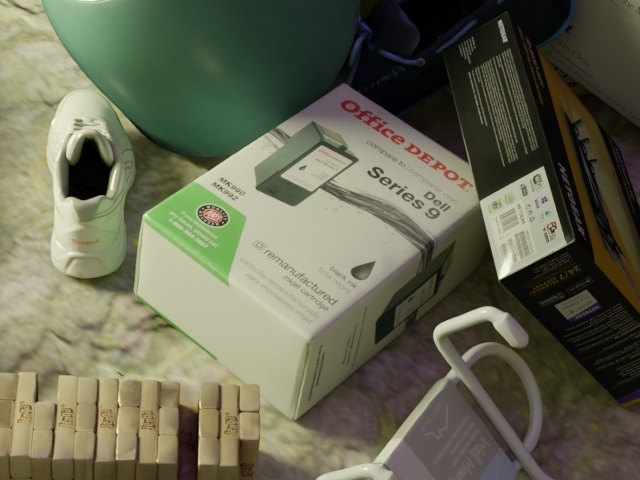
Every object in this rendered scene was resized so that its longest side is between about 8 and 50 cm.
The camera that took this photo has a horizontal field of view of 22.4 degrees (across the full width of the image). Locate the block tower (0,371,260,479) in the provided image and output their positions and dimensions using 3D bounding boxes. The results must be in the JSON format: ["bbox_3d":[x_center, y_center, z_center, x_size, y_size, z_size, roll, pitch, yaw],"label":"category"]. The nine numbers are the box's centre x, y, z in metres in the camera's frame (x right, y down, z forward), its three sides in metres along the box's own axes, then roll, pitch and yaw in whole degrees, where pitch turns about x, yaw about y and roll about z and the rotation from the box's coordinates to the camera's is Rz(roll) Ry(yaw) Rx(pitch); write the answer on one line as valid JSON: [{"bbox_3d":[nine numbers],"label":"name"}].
[{"bbox_3d":[-0.220,0.171,1.343,0.335,0.097,0.091,2,45,-6],"label":"block tower"}]

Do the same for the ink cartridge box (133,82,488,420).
[{"bbox_3d":[0.000,0.000,1.524,0.211,0.121,0.289,35,50,22],"label":"ink cartridge box"}]

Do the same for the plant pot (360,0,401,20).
[{"bbox_3d":[0.052,-0.377,1.835,0.207,0.228,0.227,26,49,23],"label":"plant pot"}]

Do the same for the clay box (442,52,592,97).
[{"bbox_3d":[0.212,-0.217,1.795,0.222,0.053,0.127,-5,47,-30],"label":"clay box"}]

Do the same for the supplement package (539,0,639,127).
[{"bbox_3d":[0.406,-0.224,1.749,0.262,0.145,0.204,36,49,3],"label":"supplement package"}]

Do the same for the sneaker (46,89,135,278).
[{"bbox_3d":[-0.220,-0.080,1.569,0.090,0.115,0.232,-2,47,-11],"label":"sneaker"}]

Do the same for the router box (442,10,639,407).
[{"bbox_3d":[0.231,-0.030,1.518,0.081,0.243,0.309,-29,44,21],"label":"router box"}]

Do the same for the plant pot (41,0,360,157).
[{"bbox_3d":[-0.140,-0.260,1.583,0.293,0.235,0.293,-10,66,23],"label":"plant pot"}]

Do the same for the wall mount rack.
[{"bbox_3d":[0.156,0.238,1.329,0.304,0.130,0.350,53,50,-13],"label":"wall mount rack"}]

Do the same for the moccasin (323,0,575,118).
[{"bbox_3d":[0.089,-0.220,1.676,0.342,0.117,0.138,-28,50,3],"label":"moccasin"}]
